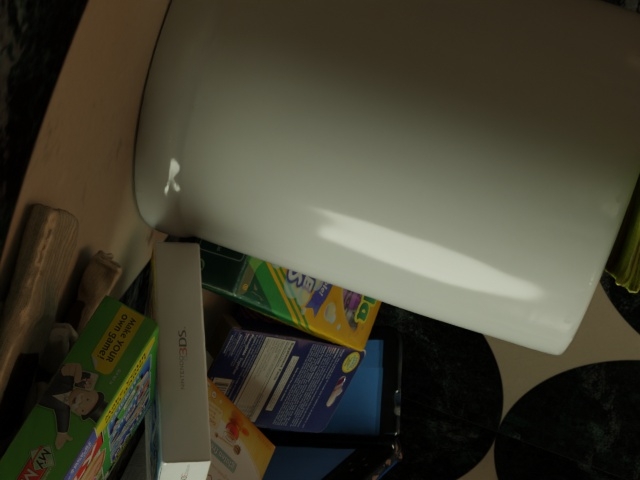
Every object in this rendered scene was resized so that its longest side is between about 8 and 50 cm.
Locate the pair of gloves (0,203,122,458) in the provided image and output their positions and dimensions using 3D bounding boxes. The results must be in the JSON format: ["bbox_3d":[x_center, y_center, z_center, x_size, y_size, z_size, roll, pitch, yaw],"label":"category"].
[{"bbox_3d":[-0.200,0.092,0.915,0.240,0.042,0.204,82,28,-75],"label":"pair of gloves"}]

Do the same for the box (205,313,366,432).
[{"bbox_3d":[-0.058,0.171,1.556,0.225,0.036,0.136,14,109,-40],"label":"box"}]

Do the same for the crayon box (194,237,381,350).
[{"bbox_3d":[0.000,0.000,1.420,0.323,0.083,0.203,29,79,-55],"label":"crayon box"}]

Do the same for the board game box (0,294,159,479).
[{"bbox_3d":[-0.213,0.209,0.868,0.317,0.046,0.213,-60,178,-22],"label":"board game box"}]

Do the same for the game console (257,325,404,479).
[{"bbox_3d":[-0.040,0.253,1.766,0.250,0.293,0.173,-32,109,-45],"label":"game console"}]

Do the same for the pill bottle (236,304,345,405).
[{"bbox_3d":[-0.015,0.062,1.656,0.169,0.169,0.301,-51,160,-68],"label":"pill bottle"}]

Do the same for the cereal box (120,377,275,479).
[{"bbox_3d":[-0.152,0.292,1.407,0.173,0.047,0.240,51,49,-38],"label":"cereal box"}]

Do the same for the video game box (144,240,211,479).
[{"bbox_3d":[-0.132,0.133,1.110,0.187,0.048,0.205,106,-20,-60],"label":"video game box"}]

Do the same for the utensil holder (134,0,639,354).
[{"bbox_3d":[0.079,-0.105,1.100,0.327,0.385,0.327,18,90,-82],"label":"utensil holder"}]

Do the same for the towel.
[{"bbox_3d":[0.243,-0.017,0.967,0.237,0.021,0.102,-12,115,-80],"label":"towel"}]
